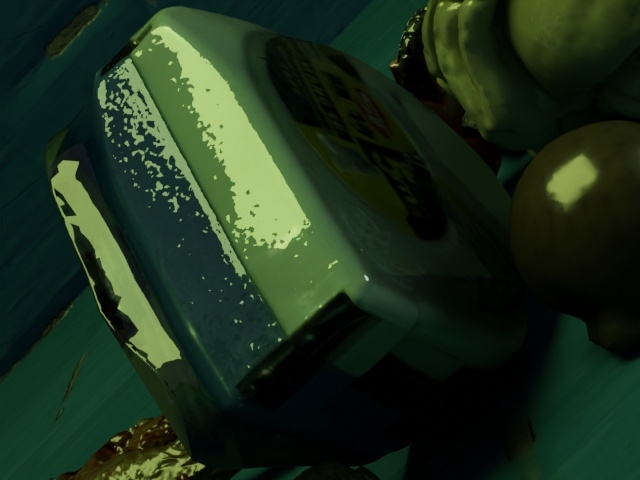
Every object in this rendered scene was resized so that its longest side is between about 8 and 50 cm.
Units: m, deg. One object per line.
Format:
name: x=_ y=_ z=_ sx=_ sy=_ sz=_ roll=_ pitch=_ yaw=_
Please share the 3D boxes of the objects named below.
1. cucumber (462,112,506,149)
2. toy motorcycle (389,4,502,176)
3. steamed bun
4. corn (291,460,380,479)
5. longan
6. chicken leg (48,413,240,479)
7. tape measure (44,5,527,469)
cucumber: x=0.139 y=-0.105 z=1.447 sx=0.064 sy=0.064 sz=0.112 roll=-47 pitch=11 yaw=-1
toy motorcycle: x=0.046 y=-0.029 z=1.309 sx=0.089 sy=0.171 sz=0.298 roll=14 pitch=54 yaw=30
steamed bun: x=0.183 y=-0.198 z=1.227 sx=0.320 sy=0.206 sz=0.275 roll=-27 pitch=20 yaw=53
corn: x=-0.041 y=0.201 z=0.983 sx=0.206 sy=0.067 sz=0.067 roll=-47 pitch=10 yaw=1
longan: x=0.146 y=0.000 z=0.934 sx=0.106 sy=0.106 sz=0.119 roll=-30 pitch=61 yaw=59
chicken leg: x=-0.112 y=0.170 z=1.388 sx=0.177 sy=0.083 sz=0.322 roll=-41 pitch=7 yaw=-10
tape measure: x=-0.001 y=-0.001 z=1.057 sx=0.138 sy=0.262 sz=0.259 roll=-46 pitch=53 yaw=24
